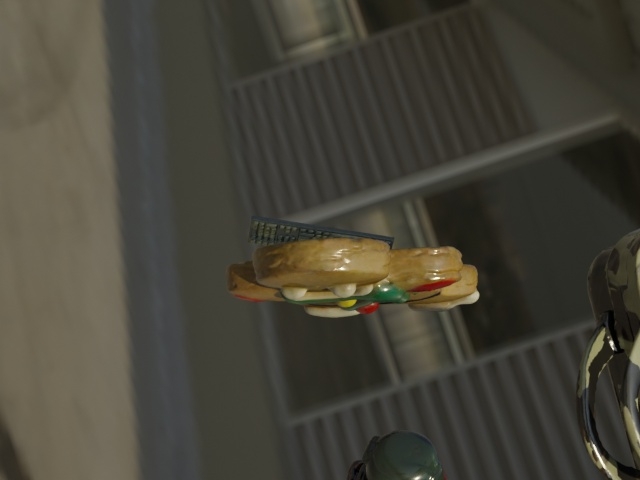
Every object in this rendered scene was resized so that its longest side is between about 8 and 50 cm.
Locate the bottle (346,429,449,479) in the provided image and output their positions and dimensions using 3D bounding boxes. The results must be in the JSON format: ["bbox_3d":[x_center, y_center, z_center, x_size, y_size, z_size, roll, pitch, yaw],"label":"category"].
[{"bbox_3d":[0.097,0.332,2.287,0.271,0.156,0.143,88,27,-47],"label":"bottle"}]

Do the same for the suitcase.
[{"bbox_3d":[0.403,0.139,1.914,0.194,0.339,0.351,-15,-91,55],"label":"suitcase"}]

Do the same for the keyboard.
[{"bbox_3d":[0.000,-0.001,2.410,0.055,0.176,0.014,103,-5,-58],"label":"keyboard"}]

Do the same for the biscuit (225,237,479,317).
[{"bbox_3d":[0.023,0.035,1.631,0.301,0.197,0.049,30,54,-76],"label":"biscuit"}]
